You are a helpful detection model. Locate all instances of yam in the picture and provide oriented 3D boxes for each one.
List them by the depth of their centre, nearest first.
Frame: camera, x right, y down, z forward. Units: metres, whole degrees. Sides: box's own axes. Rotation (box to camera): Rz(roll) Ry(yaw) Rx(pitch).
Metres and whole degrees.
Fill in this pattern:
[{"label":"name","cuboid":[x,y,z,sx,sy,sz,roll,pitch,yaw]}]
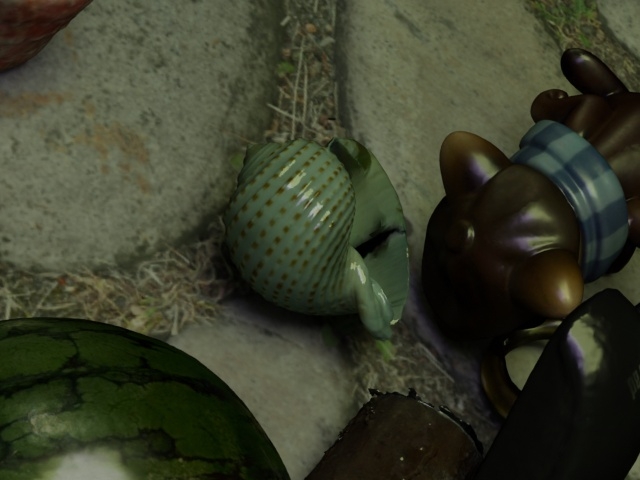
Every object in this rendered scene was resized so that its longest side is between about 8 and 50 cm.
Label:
[{"label":"yam","cuboid":[0.023,0.244,1.583,0.131,0.131,0.280,41,52,0]}]

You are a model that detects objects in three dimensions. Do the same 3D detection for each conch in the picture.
[{"label":"conch","cuboid":[-0.010,0.000,1.715,0.172,0.131,0.200,-38,112,-65]}]

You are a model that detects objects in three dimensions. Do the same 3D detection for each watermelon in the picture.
[{"label":"watermelon","cuboid":[-0.195,0.216,1.345,0.363,0.363,0.363,14,55,-21]}]

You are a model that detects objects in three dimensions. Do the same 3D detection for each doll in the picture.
[{"label":"doll","cuboid":[0.243,-0.011,1.812,0.339,0.209,0.318,-27,74,-35]}]

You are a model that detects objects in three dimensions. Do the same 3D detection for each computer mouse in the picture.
[{"label":"computer mouse","cuboid":[0.213,0.174,1.615,0.100,0.269,0.170,32,12,23]}]

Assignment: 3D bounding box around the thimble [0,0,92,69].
[{"label":"thimble","cuboid":[-0.304,-0.268,1.678,0.239,0.162,0.239,23,50,-31]}]
